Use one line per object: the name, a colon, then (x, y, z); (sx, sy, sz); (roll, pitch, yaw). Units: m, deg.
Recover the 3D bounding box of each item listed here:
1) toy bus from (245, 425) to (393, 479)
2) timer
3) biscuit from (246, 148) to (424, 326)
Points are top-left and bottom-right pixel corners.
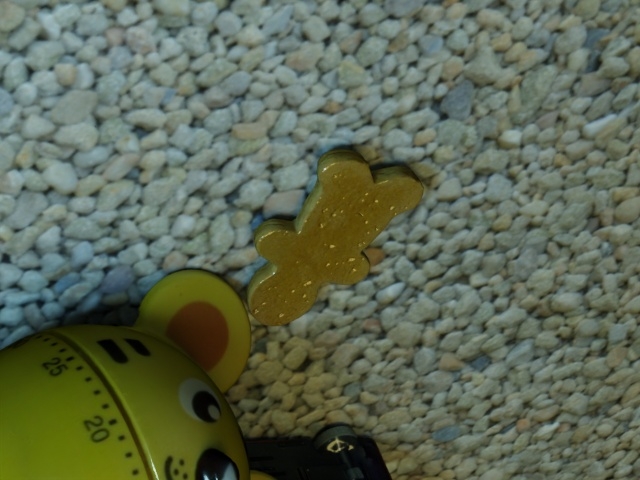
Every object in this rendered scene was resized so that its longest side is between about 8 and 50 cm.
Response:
toy bus: (-0.070, 0.328, 1.867); (0.329, 0.143, 0.153); (1, 134, -30)
timer: (-0.203, 0.242, 1.592); (0.387, 0.376, 0.376); (-16, 137, -31)
biscuit: (-0.001, -0.001, 1.669); (0.158, 0.035, 0.240); (23, 117, -36)
